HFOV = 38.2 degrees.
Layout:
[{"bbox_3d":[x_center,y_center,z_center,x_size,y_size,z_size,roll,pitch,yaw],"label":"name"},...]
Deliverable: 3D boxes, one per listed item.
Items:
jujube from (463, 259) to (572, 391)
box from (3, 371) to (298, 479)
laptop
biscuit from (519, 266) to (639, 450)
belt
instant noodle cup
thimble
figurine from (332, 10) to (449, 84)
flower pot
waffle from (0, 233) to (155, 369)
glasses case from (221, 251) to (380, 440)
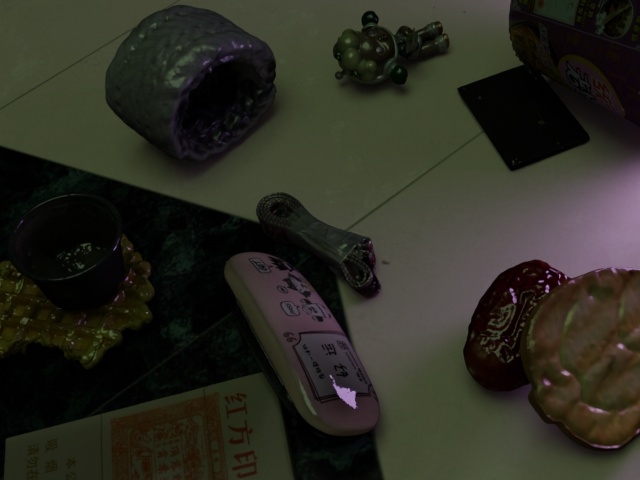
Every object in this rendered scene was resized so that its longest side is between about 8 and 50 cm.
[{"bbox_3d":[0.248,0.106,1.151,0.176,0.109,0.112,-50,25,-20],"label":"jujube"},{"bbox_3d":[-0.212,0.299,1.145,0.365,0.051,0.204,-15,50,1],"label":"box"},{"bbox_3d":[0.310,-0.198,1.423,0.135,0.016,0.197,-21,52,-5],"label":"laptop"},{"bbox_3d":[0.349,0.130,1.103,0.260,0.041,0.203,-34,86,-21],"label":"biscuit"},{"bbox_3d":[0.000,0.000,1.322,0.232,0.053,0.071,34,66,32],"label":"belt"},{"bbox_3d":[0.448,-0.331,1.313,0.340,0.340,0.266,-42,48,-18],"label":"instant noodle cup"},{"bbox_3d":[-0.198,-0.247,1.459,0.245,0.217,0.157,-33,56,-32],"label":"thimble"},{"bbox_3d":[0.113,-0.316,1.508,0.197,0.093,0.147,-23,68,-5],"label":"figurine"},{"bbox_3d":[-0.342,0.025,1.289,0.157,0.107,0.157,-2,49,3],"label":"flower pot"},{"bbox_3d":[-0.376,0.083,1.347,0.291,0.051,0.291,-6,53,7],"label":"waffle"},{"bbox_3d":[-0.030,0.128,1.194,0.122,0.075,0.314,2,40,-37],"label":"glasses case"}]
